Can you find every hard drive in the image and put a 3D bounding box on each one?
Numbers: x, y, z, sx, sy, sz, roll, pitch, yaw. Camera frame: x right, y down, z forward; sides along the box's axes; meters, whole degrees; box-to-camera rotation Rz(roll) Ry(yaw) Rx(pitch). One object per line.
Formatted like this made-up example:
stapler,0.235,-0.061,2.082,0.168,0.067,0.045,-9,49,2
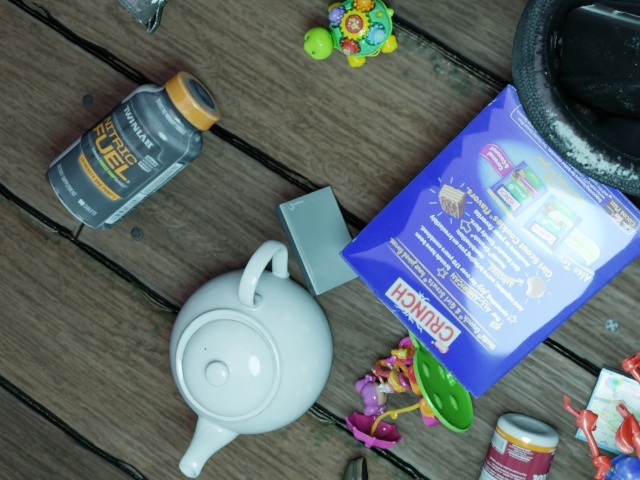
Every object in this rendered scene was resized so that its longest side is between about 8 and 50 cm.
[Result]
hard drive,0.000,0.000,1.431,0.022,0.094,0.135,-24,89,53

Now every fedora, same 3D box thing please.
fedora,0.392,-0.203,1.247,0.334,0.152,0.334,0,91,2

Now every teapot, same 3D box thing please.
teapot,-0.110,0.158,1.430,0.252,0.187,0.256,-24,88,17

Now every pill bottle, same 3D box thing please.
pill bottle,0.261,0.319,1.393,0.086,0.086,0.152,18,102,14
pill bottle,-0.259,-0.135,1.468,0.246,0.130,0.130,-38,85,16

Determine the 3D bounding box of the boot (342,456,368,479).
boot,0.008,0.408,1.479,0.106,0.082,0.219,9,101,12

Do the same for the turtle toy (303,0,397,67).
turtle toy,0.039,-0.285,1.396,0.130,0.066,0.095,-23,90,17

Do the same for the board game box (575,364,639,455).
board game box,0.430,0.242,1.365,0.154,0.026,0.103,21,102,13

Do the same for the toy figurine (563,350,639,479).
toy figurine,0.431,0.239,1.287,0.362,0.217,0.191,-26,69,-25

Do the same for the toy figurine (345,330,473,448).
toy figurine,0.101,0.214,1.425,0.159,0.130,0.173,-32,65,26

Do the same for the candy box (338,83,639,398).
candy box,0.229,-0.002,1.346,0.317,0.122,0.268,-45,84,15

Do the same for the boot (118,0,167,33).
boot,-0.253,-0.456,1.449,0.229,0.091,0.263,-37,88,16
